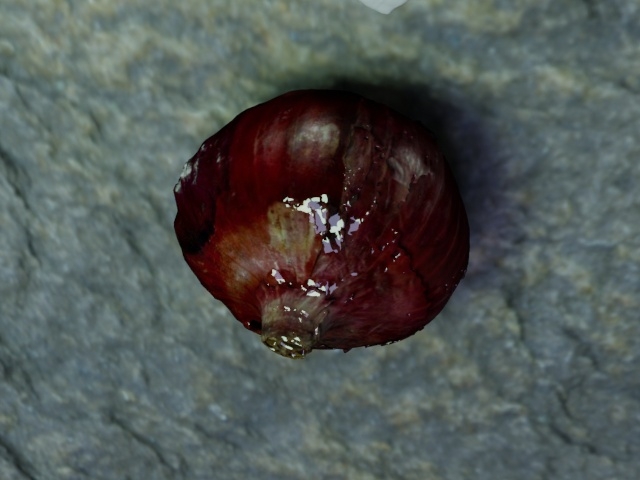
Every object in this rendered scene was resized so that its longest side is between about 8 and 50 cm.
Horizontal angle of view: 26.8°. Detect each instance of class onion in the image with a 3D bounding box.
[{"bbox_3d":[0.000,0.000,1.091,0.252,0.219,0.252,11,137,10],"label":"onion"}]

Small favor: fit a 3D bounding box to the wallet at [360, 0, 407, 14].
[{"bbox_3d":[0.015,-0.260,1.007,0.183,0.032,0.124,32,128,-13],"label":"wallet"}]
